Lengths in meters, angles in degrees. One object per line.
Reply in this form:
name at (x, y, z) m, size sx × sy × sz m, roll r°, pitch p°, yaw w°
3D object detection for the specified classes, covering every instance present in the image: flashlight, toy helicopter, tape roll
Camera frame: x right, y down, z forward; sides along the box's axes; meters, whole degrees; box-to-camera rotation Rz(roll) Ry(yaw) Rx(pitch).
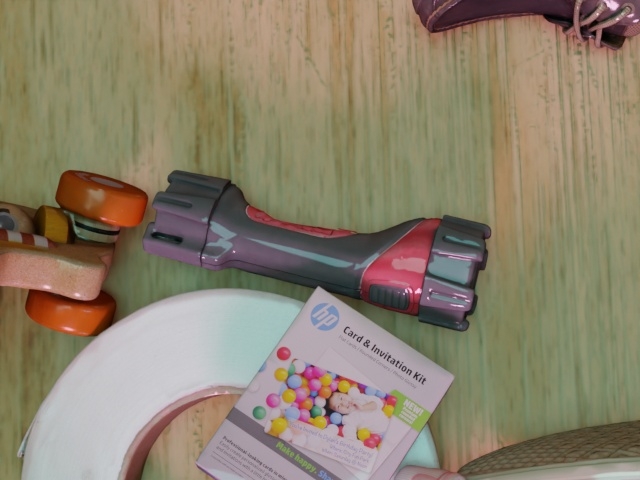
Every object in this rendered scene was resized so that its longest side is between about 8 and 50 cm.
flashlight at (0.000, 0.000, 1.117) m, size 0.304 × 0.103 × 0.103 m, roll 15°, pitch 90°, yaw 12°
toy helicopter at (-0.300, 0.004, 1.012) m, size 0.235 × 0.355 × 0.140 m, roll 18°, pitch 99°, yaw 2°
tape roll at (-0.081, 0.237, 1.106) m, size 0.392 × 0.072 × 0.391 m, roll -1°, pitch 84°, yaw 6°

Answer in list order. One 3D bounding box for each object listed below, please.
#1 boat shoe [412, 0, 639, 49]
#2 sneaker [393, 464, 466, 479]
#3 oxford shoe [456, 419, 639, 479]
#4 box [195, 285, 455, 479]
boat shoe at (0.262, -0.247, 1.096) m, size 0.356 × 0.132 × 0.130 m, roll -18°, pitch 82°, yaw 5°
sneaker at (0.089, 0.253, 1.032) m, size 0.070 × 0.051 × 0.134 m, roll 10°, pitch 108°, yaw 40°
oxford shoe at (0.342, 0.217, 1.027) m, size 0.450 × 0.169 × 0.130 m, roll -4°, pitch 94°, yaw 2°
box at (0.005, 0.155, 1.035) m, size 0.145 × 0.038 × 0.186 m, roll 33°, pitch 74°, yaw 9°
